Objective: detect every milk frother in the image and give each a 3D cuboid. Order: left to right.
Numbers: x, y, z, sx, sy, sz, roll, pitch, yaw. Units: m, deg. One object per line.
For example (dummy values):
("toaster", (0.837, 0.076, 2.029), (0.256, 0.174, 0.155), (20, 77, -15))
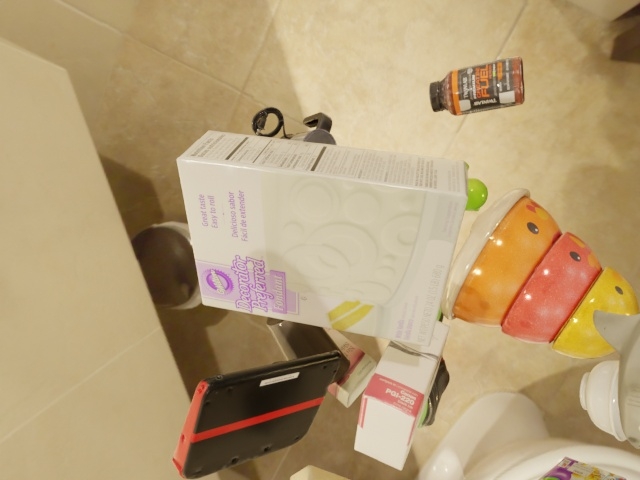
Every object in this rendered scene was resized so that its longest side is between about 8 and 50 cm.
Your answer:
("milk frother", (-0.057, -0.208, 0.919), (0.143, 0.134, 0.129), (3, 95, -30))

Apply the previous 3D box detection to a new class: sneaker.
("sneaker", (0.361, 0.427, 1.609), (0.185, 0.483, 0.202), (-8, 143, 40))

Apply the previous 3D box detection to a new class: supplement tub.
("supplement tub", (0.350, -0.340, 1.007), (0.197, 0.106, 0.106), (-4, 98, 26))

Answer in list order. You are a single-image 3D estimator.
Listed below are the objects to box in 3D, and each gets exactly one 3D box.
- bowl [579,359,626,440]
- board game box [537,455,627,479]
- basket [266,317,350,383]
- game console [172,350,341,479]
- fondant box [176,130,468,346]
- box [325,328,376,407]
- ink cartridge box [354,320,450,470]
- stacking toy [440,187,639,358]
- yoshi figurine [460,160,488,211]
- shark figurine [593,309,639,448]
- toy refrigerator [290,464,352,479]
("bowl", (1.069, 0.578, 1.677), (0.134, 0.297, 0.298), (0, 100, 49))
("board game box", (0.391, 0.514, 0.735), (0.275, 0.142, 0.144), (-28, 84, -15))
("basket", (-0.048, 0.300, 1.318), (0.204, 0.154, 0.227), (-15, 111, 43))
("game console", (-0.151, 0.423, 1.108), (0.060, 0.386, 0.342), (44, 124, 41))
("fondant box", (0.000, 0.000, 0.588), (0.330, 0.096, 0.238), (9, 127, 10))
("box", (0.053, 0.413, 1.506), (0.232, 0.127, 0.148), (34, 59, 26))
("ink cartridge box", (0.147, 0.256, 0.790), (0.092, 0.218, 0.159), (17, 128, 19))
("stacking toy", (0.540, 0.131, 0.966), (0.480, 0.350, 0.351), (32, 102, 26))
("yoshi figurine", (0.462, -0.095, 1.571), (0.203, 0.204, 0.362), (11, 128, -3))
("shark figurine", (0.410, 0.096, 0.549), (0.278, 0.116, 0.166), (-53, 125, -9))
("toy refrigerator", (0.056, 0.677, 1.160), (0.269, 0.094, 0.102), (28, 128, -15))
